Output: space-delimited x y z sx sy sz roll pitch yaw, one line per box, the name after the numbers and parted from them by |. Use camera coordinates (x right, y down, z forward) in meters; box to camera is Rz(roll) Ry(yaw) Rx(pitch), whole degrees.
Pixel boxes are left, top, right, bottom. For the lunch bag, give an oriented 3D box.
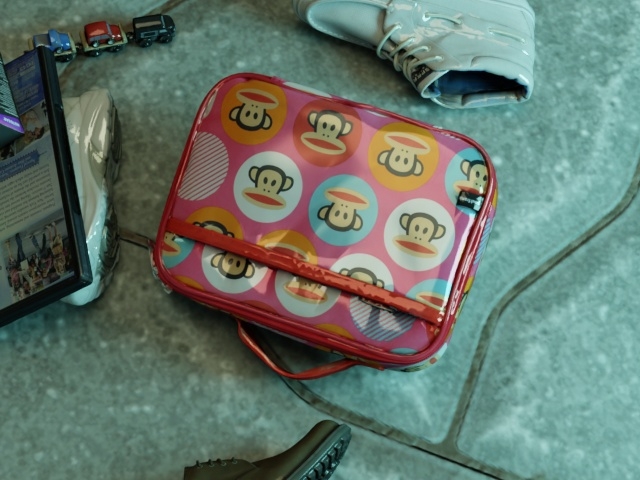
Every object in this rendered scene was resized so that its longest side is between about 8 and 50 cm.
0.000 0.000 1.317 0.293 0.120 0.258 18 84 11 | lunch bag

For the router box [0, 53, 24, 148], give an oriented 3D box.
-0.377 -0.118 1.351 0.179 0.046 0.133 -29 65 18 | router box

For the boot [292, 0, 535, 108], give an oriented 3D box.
0.098 -0.206 1.464 0.258 0.095 0.123 5 56 -5 | boot

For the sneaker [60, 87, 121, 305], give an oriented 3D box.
-0.251 -0.038 1.360 0.115 0.090 0.232 -4 56 2 | sneaker

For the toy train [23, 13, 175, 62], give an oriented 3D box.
-0.227 -0.208 1.467 0.158 0.036 0.027 -12 65 -12 | toy train

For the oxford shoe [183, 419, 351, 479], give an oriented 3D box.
-0.072 0.216 1.241 0.227 0.083 0.096 -34 66 -21 | oxford shoe

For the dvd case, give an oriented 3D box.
-0.305 -0.040 1.328 0.180 0.022 0.253 -24 63 20 | dvd case
